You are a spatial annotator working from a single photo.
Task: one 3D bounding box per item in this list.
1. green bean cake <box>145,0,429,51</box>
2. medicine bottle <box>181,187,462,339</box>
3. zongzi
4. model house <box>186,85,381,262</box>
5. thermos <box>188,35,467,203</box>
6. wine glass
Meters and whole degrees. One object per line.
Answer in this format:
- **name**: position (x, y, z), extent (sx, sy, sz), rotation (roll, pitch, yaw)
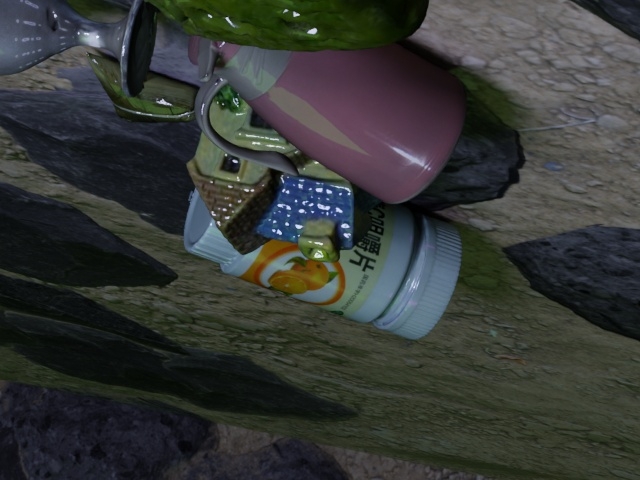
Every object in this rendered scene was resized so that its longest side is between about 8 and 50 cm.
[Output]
- **green bean cake**: position (-0.047, -0.256, 1.439), extent (0.246, 0.156, 0.250), rotation (8, 162, 27)
- **medicine bottle**: position (0.000, 0.000, 2.192), extent (0.318, 0.158, 0.158), rotation (20, 162, -18)
- **zongzi**: position (-0.196, -0.176, 2.005), extent (0.104, 0.052, 0.113), rotation (-1, 145, 23)
- **model house**: position (-0.026, -0.080, 1.918), extent (0.214, 0.189, 0.195), rotation (12, 165, 13)
- **thermos**: position (-0.009, -0.143, 1.743), extent (0.265, 0.176, 0.146), rotation (26, -174, -28)
- **wine glass**: position (-0.291, -0.221, 1.808), extent (0.241, 0.126, 0.126), rotation (11, 162, 7)
